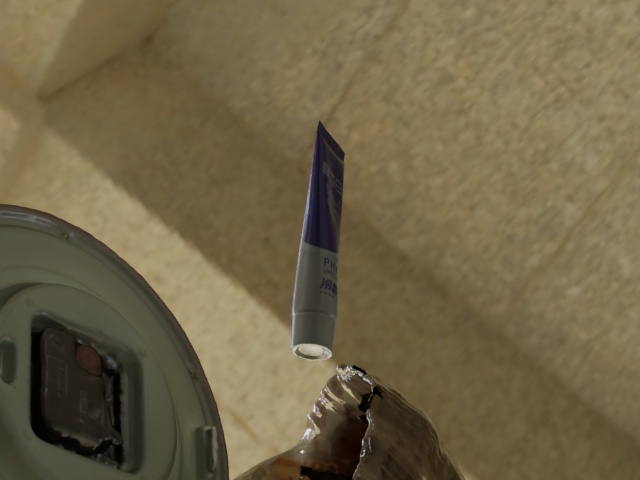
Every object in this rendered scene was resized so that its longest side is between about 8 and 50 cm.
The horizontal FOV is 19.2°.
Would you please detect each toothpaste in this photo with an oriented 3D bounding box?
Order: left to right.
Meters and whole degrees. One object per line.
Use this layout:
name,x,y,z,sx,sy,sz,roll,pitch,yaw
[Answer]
toothpaste,0.000,0.000,0.642,0.015,0.083,0.024,-7,-31,23

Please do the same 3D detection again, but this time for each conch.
conch,0.022,0.200,1.132,0.159,0.291,0.210,36,-88,-15

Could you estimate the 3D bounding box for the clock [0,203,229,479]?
clock,-0.140,0.091,1.016,0.056,0.244,0.244,-32,-85,35
